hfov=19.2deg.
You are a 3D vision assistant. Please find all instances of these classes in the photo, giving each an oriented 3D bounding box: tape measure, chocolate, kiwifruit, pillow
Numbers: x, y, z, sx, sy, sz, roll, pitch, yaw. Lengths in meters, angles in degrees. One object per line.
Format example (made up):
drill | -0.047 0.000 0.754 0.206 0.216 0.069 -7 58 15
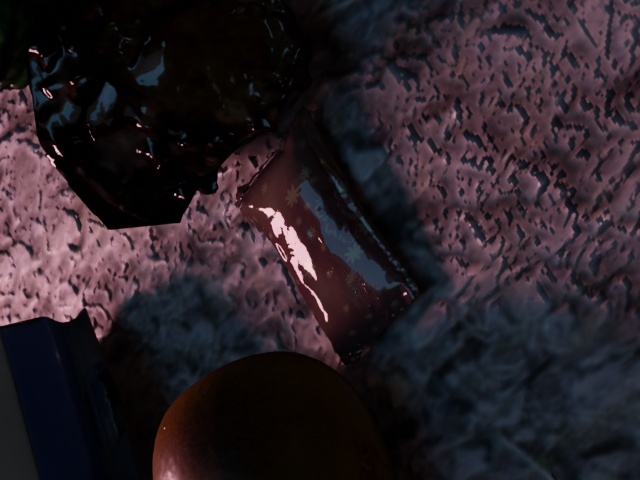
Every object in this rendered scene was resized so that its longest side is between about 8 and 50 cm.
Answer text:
tape measure | -0.271 0.232 1.726 0.262 0.138 0.259 118 141 -49
chocolate | -0.096 -0.132 1.472 0.177 0.206 0.224 -9 89 35
kiwifruit | -0.031 0.208 1.486 0.196 0.196 0.234 -53 49 39
pillow | 0.000 0.000 1.513 0.118 0.043 0.185 -47 68 39

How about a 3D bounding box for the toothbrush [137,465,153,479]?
toothbrush | -0.100 0.315 1.710 0.027 0.021 0.269 -44 69 28

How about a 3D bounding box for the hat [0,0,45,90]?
hat | -0.254 -0.294 1.517 0.332 0.242 0.274 124 149 -46

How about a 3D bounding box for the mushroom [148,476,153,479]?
mushroom | -0.078 0.268 1.633 0.223 0.081 0.092 29 142 35
